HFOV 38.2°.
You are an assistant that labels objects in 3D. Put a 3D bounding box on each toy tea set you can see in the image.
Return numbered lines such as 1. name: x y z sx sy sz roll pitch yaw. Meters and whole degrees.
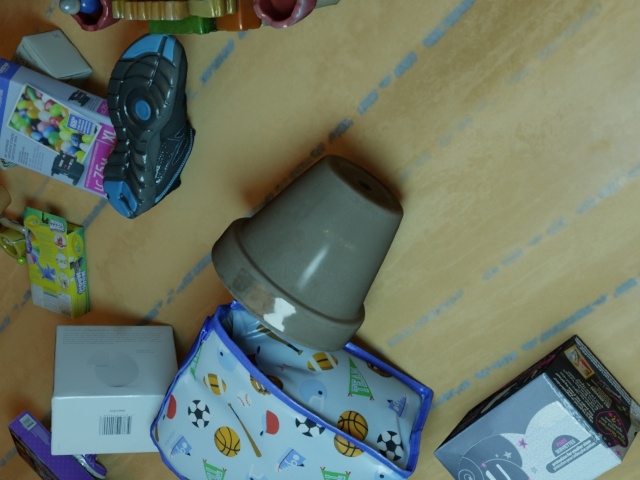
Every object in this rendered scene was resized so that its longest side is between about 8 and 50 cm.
1. toy tea set: -0.723 -0.075 1.874 0.200 0.124 0.336 17 139 32

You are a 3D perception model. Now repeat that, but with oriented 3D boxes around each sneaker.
1. sneaker: -0.523 0.460 2.052 0.068 0.071 0.170 -2 124 58
2. sneaker: -0.278 -0.202 1.557 0.125 0.139 0.341 36 128 19

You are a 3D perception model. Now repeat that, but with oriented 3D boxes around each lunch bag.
1. lunch bag: -0.064 0.300 1.527 0.385 0.239 0.328 29 125 -3

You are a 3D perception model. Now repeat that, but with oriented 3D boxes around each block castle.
1. block castle: -0.198 -0.459 1.356 0.453 0.213 0.303 7 113 32

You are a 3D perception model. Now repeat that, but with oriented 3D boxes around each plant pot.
1. plant pot: 0.000 0.000 1.404 0.263 0.263 0.229 41 110 14

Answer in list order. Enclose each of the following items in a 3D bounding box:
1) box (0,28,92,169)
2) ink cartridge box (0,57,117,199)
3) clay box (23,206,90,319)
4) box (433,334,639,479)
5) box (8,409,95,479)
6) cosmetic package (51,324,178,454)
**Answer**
1. box: -0.548 -0.264 1.752 0.113 0.094 0.275 50 129 7
2. ink cartridge box: -0.498 -0.206 1.666 0.311 0.065 0.186 23 131 -5
3. clay box: -0.541 0.040 1.897 0.127 0.053 0.222 16 116 28
4. box: 0.316 0.286 1.348 0.163 0.142 0.247 50 128 8
5. box: -0.573 0.529 2.069 0.293 0.057 0.201 41 151 15
6. cosmetic package: -0.381 0.272 1.717 0.225 0.224 0.138 -112 28 -57
